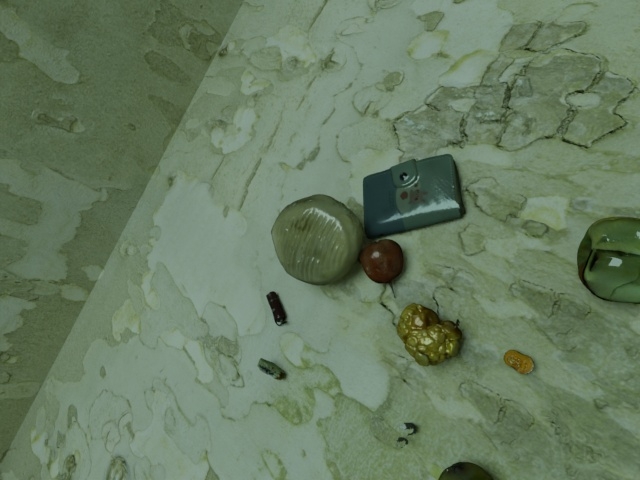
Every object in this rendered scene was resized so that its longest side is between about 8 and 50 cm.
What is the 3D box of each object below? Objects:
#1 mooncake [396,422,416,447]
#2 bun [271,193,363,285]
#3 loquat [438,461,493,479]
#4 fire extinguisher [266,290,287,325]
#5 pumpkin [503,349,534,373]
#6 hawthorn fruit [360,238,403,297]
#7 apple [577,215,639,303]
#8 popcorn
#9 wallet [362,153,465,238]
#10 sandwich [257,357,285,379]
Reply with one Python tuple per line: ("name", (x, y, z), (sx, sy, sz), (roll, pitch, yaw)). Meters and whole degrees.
("mooncake", (0.308, 0.670, 1.167), (0.150, 0.057, 0.346), (-29, 58, 29))
("bun", (0.000, 0.000, 1.563), (0.362, 0.235, 0.325), (-4, 89, 35))
("loquat", (0.376, 0.650, 1.060), (0.152, 0.152, 0.195), (-34, 71, 23))
("fire extinguisher", (-0.174, 0.281, 1.710), (0.157, 0.045, 0.078), (60, 139, 35))
("pumpkin", (0.534, 0.325, 1.147), (0.083, 0.028, 0.050), (33, 92, 50))
("hawthorn fruit", (0.212, 0.078, 1.424), (0.149, 0.149, 0.189), (-35, 54, 22))
("apple", (0.726, 0.048, 1.019), (0.189, 0.174, 0.207), (8, 75, 20))
("popcorn", (0.314, 0.287, 1.269), (0.194, 0.140, 0.163), (23, 79, 31))
("wallet", (0.306, -0.158, 1.489), (0.361, 0.083, 0.252), (-14, 70, 32))
("sandwich", (-0.185, 0.482, 1.602), (0.105, 0.093, 0.035), (23, 80, 39))
